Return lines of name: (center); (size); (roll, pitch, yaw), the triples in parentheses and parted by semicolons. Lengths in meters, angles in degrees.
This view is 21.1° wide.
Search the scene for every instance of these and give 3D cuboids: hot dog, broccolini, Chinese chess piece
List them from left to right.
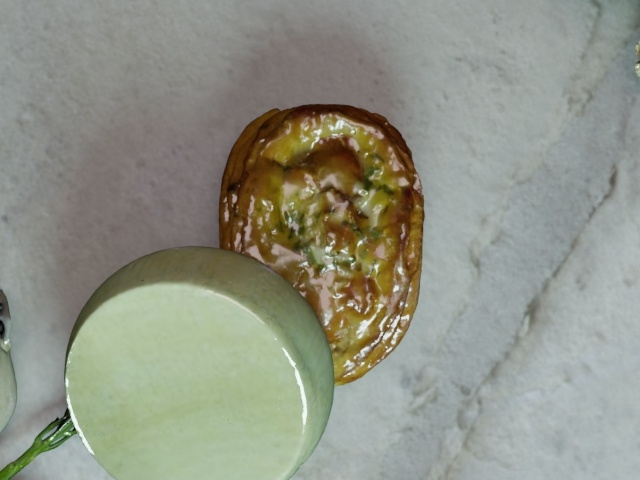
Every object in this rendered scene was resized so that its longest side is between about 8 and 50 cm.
broccolini: (-0.263, 0.193, 1.628); (0.140, 0.035, 0.030); (-39, 92, -28)
Chinese chess piece: (-0.111, 0.126, 1.580); (0.250, 0.101, 0.250); (4, 113, 10)
hot dog: (0.000, 0.000, 1.651); (0.196, 0.122, 0.272); (2, 78, 0)

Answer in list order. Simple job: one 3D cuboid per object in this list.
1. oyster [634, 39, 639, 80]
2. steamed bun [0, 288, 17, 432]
oyster: (0.391, -0.173, 1.737); (0.165, 0.053, 0.108); (-15, 92, -12)
steamed bun: (-0.394, 0.099, 1.600); (0.211, 0.144, 0.218); (-7, 81, -5)
